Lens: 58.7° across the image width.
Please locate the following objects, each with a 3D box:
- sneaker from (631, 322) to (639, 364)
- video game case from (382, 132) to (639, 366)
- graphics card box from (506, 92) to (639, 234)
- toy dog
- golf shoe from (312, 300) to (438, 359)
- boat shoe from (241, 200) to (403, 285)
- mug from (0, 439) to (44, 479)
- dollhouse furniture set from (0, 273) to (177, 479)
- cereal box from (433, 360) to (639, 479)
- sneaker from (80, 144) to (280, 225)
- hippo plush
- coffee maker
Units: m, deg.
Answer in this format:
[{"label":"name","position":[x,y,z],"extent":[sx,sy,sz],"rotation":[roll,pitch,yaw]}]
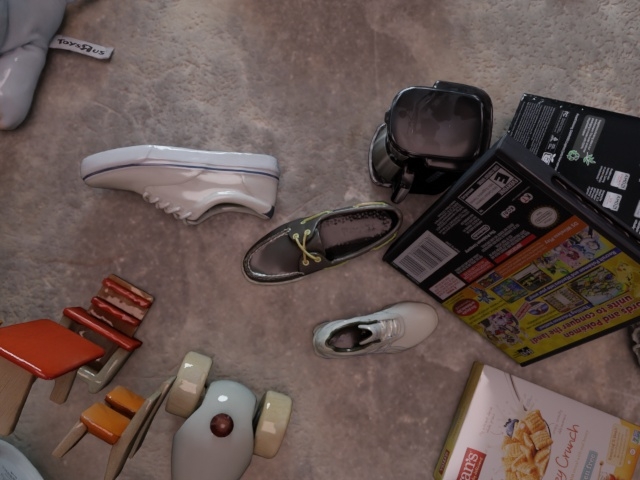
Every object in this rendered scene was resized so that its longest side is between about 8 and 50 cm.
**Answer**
[{"label":"sneaker","position":[0.477,0.115,0.768],"extent":[0.129,0.111,0.297],"rotation":[-40,88,0]},{"label":"video game case","position":[0.234,0.033,0.681],"extent":[0.248,0.275,0.035],"rotation":[38,57,0]},{"label":"graphics card box","position":[0.393,-0.027,0.705],"extent":[0.371,0.094,0.232],"rotation":[20,83,24]},{"label":"toy dog","position":[-0.146,0.305,0.680],"extent":[0.220,0.161,0.333],"rotation":[1,85,-3]},{"label":"golf shoe","position":[0.078,0.123,0.749],"extent":[0.176,0.086,0.069],"rotation":[-14,84,-6]},{"label":"boat shoe","position":[0.000,0.000,0.761],"extent":[0.228,0.068,0.081],"rotation":[-20,86,-5]},{"label":"mug","position":[-0.440,0.417,0.611],"extent":[0.328,0.276,0.374],"rotation":[-33,105,-14]},{"label":"dollhouse furniture set","position":[-0.283,0.112,0.638],"extent":[0.262,0.259,0.135],"rotation":[30,87,-1]},{"label":"cereal box","position":[0.294,0.287,0.766],"extent":[0.240,0.047,0.172],"rotation":[21,84,-2]},{"label":"sneaker","position":[-0.181,-0.068,0.743],"extent":[0.258,0.094,0.091],"rotation":[0,81,-4]},{"label":"hippo plush","position":[-0.428,-0.270,0.673],"extent":[0.294,0.236,0.234],"rotation":[0,85,-4]},{"label":"coffee maker","position":[0.155,-0.128,0.728],"extent":[0.171,0.178,0.120],"rotation":[-15,87,-5]}]
